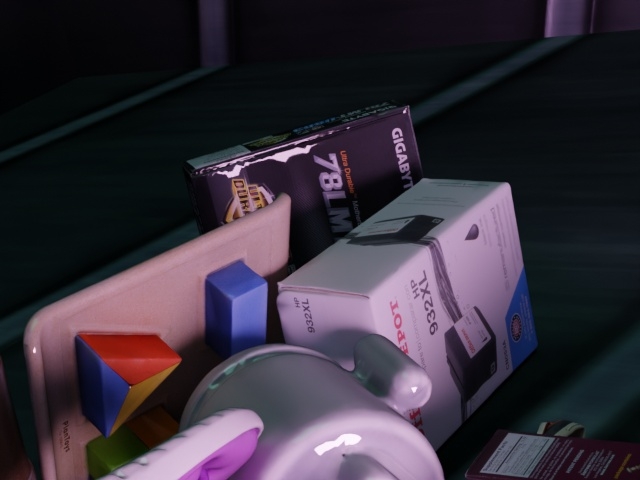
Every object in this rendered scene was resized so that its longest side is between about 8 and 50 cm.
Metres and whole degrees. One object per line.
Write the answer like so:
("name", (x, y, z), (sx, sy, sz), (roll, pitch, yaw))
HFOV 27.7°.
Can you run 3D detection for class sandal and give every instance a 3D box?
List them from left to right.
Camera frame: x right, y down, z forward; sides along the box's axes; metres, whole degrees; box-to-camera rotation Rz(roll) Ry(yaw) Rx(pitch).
("sandal", (-0.152, 0.235, 0.942), (0.169, 0.102, 0.416), (-41, -9, 25))

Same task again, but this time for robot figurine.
("robot figurine", (-0.016, 0.219, 1.225), (0.300, 0.200, 0.353), (-46, 27, -5))

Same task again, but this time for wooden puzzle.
("wooden puzzle", (-0.144, 0.149, 1.361), (0.080, 0.322, 0.348), (32, 46, 33))

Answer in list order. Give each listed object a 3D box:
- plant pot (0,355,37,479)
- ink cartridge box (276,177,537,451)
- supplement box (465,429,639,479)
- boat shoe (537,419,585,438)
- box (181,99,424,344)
("plant pot", (-0.354, 0.192, 1.223), (0.167, 0.165, 0.167), (-4, 19, 1))
("ink cartridge box", (0.107, 0.089, 1.458), (0.129, 0.223, 0.307), (4, 26, 37))
("supplement box", (0.235, 0.239, 1.154), (0.188, 0.104, 0.081), (0, 24, 33))
("boat shoe", (0.235, 0.219, 1.294), (0.043, 0.049, 0.137), (-3, 18, 20))
("box", (0.000, 0.000, 1.659), (0.293, 0.295, 0.073), (-17, 19, -12))
